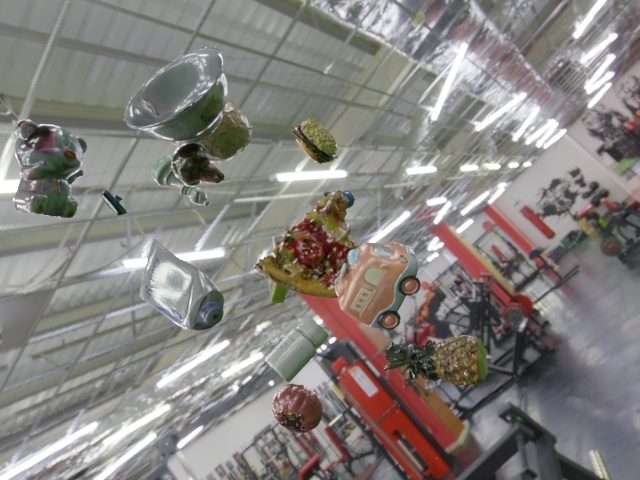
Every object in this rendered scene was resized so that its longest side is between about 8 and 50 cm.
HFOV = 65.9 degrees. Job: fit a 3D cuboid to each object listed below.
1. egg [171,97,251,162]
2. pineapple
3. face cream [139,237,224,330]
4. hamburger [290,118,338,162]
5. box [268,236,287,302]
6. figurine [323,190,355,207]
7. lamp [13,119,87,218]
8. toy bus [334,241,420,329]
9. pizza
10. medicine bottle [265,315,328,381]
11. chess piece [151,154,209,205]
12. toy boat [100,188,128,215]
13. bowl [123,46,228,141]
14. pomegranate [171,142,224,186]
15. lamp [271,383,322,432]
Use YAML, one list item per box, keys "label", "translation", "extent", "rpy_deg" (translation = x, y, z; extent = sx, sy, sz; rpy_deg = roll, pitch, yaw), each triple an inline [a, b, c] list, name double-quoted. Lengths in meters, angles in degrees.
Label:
- label: "egg"
  translation: [-0.408, -0.416, 1.820]
  extent: [0.279, 0.310, 0.279]
  rpy_deg: [-57, 19, 32]
- label: "pineapple"
  translation: [0.286, 0.302, 1.247]
  extent: [0.248, 0.128, 0.128]
  rpy_deg: [-8, 2, 28]
- label: "face cream"
  translation: [-0.486, 0.173, 1.709]
  extent: [0.137, 0.420, 0.235]
  rpy_deg: [0, -70, -52]
- label: "hamburger"
  translation: [-0.011, -0.473, 2.358]
  extent: [0.138, 0.243, 0.261]
  rpy_deg: [-42, -3, 17]
- label: "box"
  translation: [-0.190, 0.130, 2.221]
  extent: [0.062, 0.260, 0.175]
  rpy_deg: [6, -54, -16]
- label: "figurine"
  translation: [0.080, -0.176, 2.147]
  extent: [0.087, 0.149, 0.086]
  rpy_deg: [-7, -74, -41]
- label: "lamp"
  translation: [-0.923, -0.235, 1.652]
  extent: [0.247, 0.247, 0.301]
  rpy_deg: [10, -93, -61]
- label: "toy bus"
  translation: [0.170, 0.129, 1.585]
  extent: [0.194, 0.232, 0.288]
  rpy_deg: [-93, 25, -66]
- label: "pizza"
  translation: [0.000, 0.000, 1.808]
  extent: [0.130, 0.439, 0.406]
  rpy_deg: [134, 147, -83]
- label: "medicine bottle"
  translation: [-0.092, 0.436, 1.999]
  extent: [0.252, 0.144, 0.144]
  rpy_deg: [-45, -14, -12]
- label: "chess piece"
  translation: [-0.567, -0.232, 2.064]
  extent: [0.139, 0.271, 0.139]
  rpy_deg: [-47, -14, -16]
- label: "toy boat"
  translation: [-0.899, -0.169, 2.165]
  extent: [0.060, 0.137, 0.061]
  rpy_deg: [-14, 28, 46]
- label: "bowl"
  translation: [-0.391, -0.397, 1.462]
  extent: [0.345, 0.345, 0.157]
  rpy_deg: [-40, -45, -6]
- label: "pomegranate"
  translation: [-0.385, -0.220, 1.520]
  extent: [0.125, 0.163, 0.138]
  rpy_deg: [-34, -18, -29]
- label: "lamp"
  translation: [-0.077, 0.568, 1.693]
  extent: [0.182, 0.182, 0.140]
  rpy_deg: [-52, 5, 35]
